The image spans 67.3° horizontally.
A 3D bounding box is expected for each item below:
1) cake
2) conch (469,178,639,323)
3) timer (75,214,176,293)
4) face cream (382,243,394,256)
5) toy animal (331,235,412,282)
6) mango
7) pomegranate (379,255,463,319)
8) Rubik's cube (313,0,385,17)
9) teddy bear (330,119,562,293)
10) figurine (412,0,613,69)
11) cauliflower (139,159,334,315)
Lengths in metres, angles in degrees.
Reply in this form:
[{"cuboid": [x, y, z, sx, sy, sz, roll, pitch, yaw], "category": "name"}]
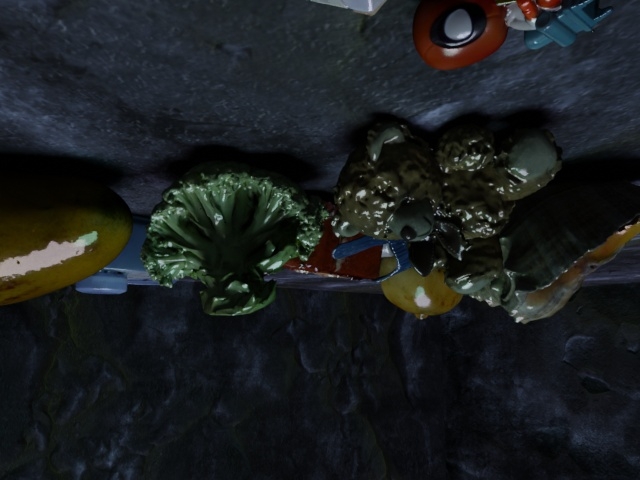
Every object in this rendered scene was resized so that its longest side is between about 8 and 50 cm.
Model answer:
[{"cuboid": [0.000, 0.000, 0.998, 0.283, 0.150, 0.177, 10, 179, -42], "category": "cake"}, {"cuboid": [0.382, -0.008, 0.812, 0.352, 0.210, 0.297, -54, 161, 21], "category": "conch"}, {"cuboid": [-0.530, 0.042, 1.172, 0.396, 0.173, 0.395, 2, 169, 0], "category": "timer"}, {"cuboid": [0.052, 0.008, 1.196, 0.269, 0.081, 0.082, -4, 168, 27], "category": "face cream"}, {"cuboid": [0.136, -0.037, 0.801, 0.176, 0.255, 0.239, 22, 143, 38], "category": "toy animal"}, {"cuboid": [-0.492, -0.011, 0.792, 0.379, 0.220, 0.264, -9, 165, 6], "category": "mango"}, {"cuboid": [0.266, 0.086, 1.245, 0.234, 0.232, 0.233, 1, 169, 0], "category": "pomegranate"}, {"cuboid": [0.013, -0.173, 0.270, 0.073, 0.084, 0.075, 2, 153, -26], "category": "Rubik's cube"}, {"cuboid": [0.145, -0.061, 0.646, 0.256, 0.156, 0.267, 3, 129, -17], "category": "teddy bear"}, {"cuboid": [0.127, -0.166, 0.343, 0.075, 0.068, 0.140, 6, 174, -42], "category": "figurine"}, {"cuboid": [-0.126, 0.012, 0.760, 0.273, 0.250, 0.275, 12, 144, -30], "category": "cauliflower"}]
